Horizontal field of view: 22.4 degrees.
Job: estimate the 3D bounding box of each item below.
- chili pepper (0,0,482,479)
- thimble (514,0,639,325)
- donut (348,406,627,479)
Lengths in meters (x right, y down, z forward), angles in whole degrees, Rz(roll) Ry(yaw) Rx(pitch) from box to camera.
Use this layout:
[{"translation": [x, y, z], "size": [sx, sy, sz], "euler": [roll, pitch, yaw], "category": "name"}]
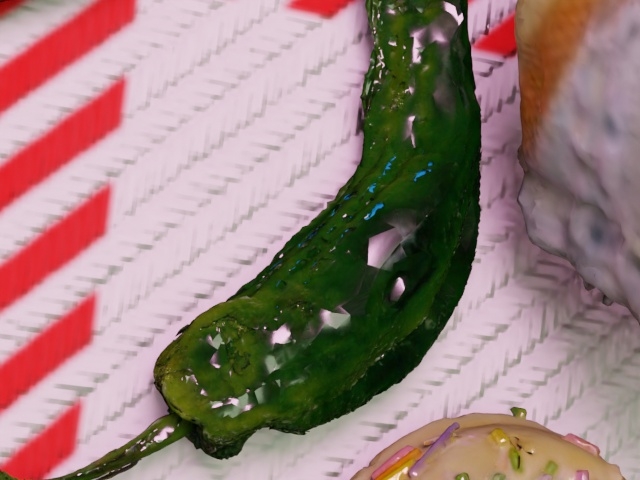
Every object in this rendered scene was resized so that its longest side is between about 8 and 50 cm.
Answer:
[{"translation": [0.001, 0.000, 0.612], "size": [0.122, 0.065, 0.279], "euler": [33, 73, -7], "category": "chili pepper"}, {"translation": [0.212, -0.073, 0.601], "size": [0.288, 0.167, 0.254], "euler": [-41, 138, -6], "category": "thimble"}, {"translation": [0.070, 0.152, 0.626], "size": [0.175, 0.068, 0.174], "euler": [2, 85, -21], "category": "donut"}]
